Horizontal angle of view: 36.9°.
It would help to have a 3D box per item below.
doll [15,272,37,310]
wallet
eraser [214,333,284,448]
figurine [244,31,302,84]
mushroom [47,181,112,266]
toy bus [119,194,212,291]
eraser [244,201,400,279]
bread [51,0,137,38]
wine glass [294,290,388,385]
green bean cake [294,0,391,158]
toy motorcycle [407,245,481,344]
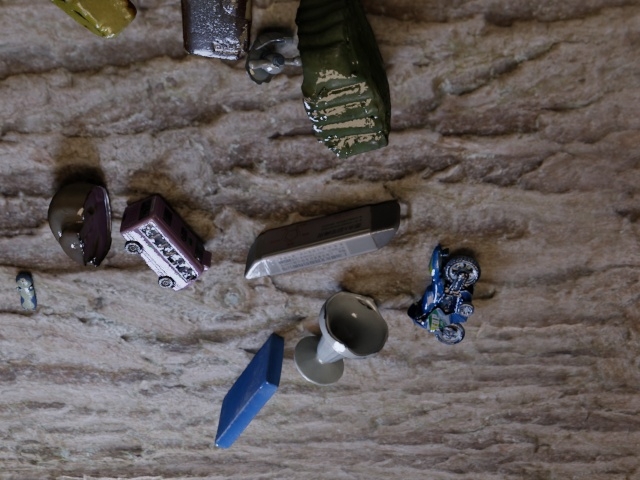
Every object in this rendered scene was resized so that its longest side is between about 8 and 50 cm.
[{"bbox_3d":[-0.654,0.117,2.135,0.037,0.027,0.125,-1,136,-7],"label":"doll"},{"bbox_3d":[-0.173,-0.401,1.580,0.121,0.031,0.232,5,135,0],"label":"wallet"},{"bbox_3d":[-0.169,0.365,2.286,0.042,0.144,0.312,22,133,-16],"label":"eraser"},{"bbox_3d":[-0.085,-0.311,1.631,0.086,0.094,0.082,-3,103,48],"label":"figurine"},{"bbox_3d":[-0.480,-0.036,1.900,0.117,0.141,0.188,15,136,19],"label":"mushroom"},{"bbox_3d":[-0.316,0.006,1.960,0.108,0.096,0.199,-24,127,19],"label":"toy bus"},{"bbox_3d":[0.000,0.000,1.943,0.351,0.089,0.061,-13,130,16],"label":"eraser"},{"bbox_3d":[-0.442,-0.443,1.470,0.361,0.138,0.077,39,83,-32],"label":"bread"},{"bbox_3d":[0.038,0.223,2.134,0.164,0.165,0.196,21,141,-18],"label":"wine glass"},{"bbox_3d":[0.036,-0.274,1.566,0.124,0.223,0.227,-12,137,15],"label":"green bean cake"},{"bbox_3d":[0.263,0.122,2.061,0.135,0.092,0.255,11,127,4],"label":"toy motorcycle"}]
